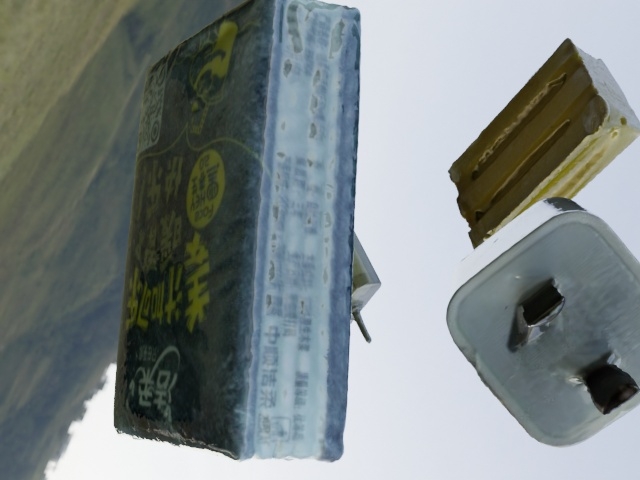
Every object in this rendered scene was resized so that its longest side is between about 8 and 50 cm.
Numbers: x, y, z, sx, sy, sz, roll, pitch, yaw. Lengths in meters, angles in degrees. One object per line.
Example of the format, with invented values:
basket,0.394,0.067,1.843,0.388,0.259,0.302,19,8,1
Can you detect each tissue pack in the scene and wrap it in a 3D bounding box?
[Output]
tissue pack,-0.058,-0.002,0.557,0.185,0.081,0.257,-10,-105,58

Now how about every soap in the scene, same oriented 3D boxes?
soap,0.344,-0.138,1.442,0.315,0.091,0.199,-50,-144,34

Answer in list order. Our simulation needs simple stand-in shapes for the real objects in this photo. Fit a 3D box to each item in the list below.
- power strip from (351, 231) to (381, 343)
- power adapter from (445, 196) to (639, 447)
power strip,0.000,0.000,1.006,0.092,0.034,0.268,-54,-129,42
power adapter,0.160,0.054,0.598,0.125,0.130,0.205,-38,-179,11
